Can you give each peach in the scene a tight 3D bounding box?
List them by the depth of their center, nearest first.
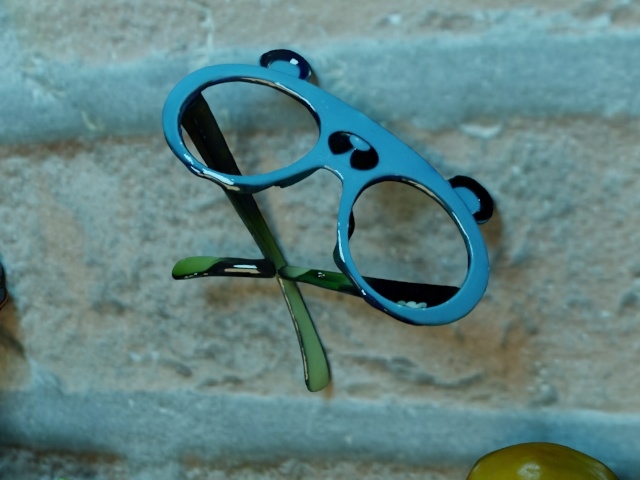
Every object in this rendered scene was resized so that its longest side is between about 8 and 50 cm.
[{"bbox_3d":[0.142,0.201,0.999,0.138,0.138,0.138,10,113,25],"label":"peach"}]

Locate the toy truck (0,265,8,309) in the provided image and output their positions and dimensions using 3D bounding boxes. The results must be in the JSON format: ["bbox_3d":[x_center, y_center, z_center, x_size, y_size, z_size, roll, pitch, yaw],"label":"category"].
[{"bbox_3d":[-0.364,0.001,1.206,0.252,0.107,0.114,44,124,9],"label":"toy truck"}]

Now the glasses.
[{"bbox_3d":[-0.017,0.013,1.024,0.239,0.102,0.207,34,121,13],"label":"glasses"}]

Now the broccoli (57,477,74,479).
[{"bbox_3d":[-0.349,0.257,1.209,0.338,0.277,0.318,-34,71,25],"label":"broccoli"}]
